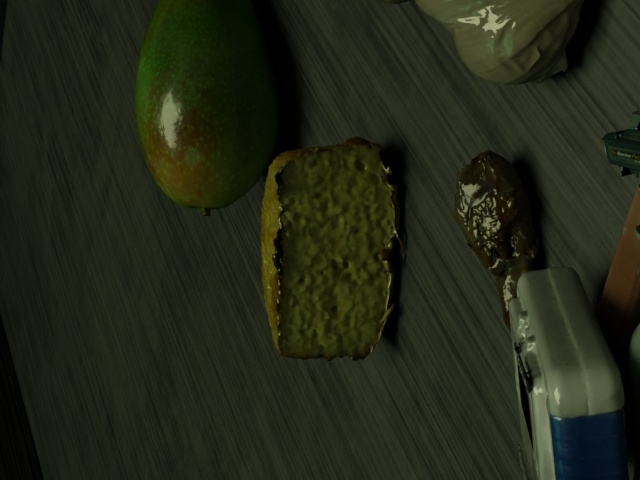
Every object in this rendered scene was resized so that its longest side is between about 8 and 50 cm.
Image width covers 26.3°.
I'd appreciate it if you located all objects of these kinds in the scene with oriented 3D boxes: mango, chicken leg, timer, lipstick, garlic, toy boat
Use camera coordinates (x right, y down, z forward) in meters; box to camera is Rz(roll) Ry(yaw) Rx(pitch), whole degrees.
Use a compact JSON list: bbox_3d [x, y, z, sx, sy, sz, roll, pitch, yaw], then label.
[{"bbox_3d":[-0.159,-0.227,1.912,0.225,0.201,0.382,91,179,-71],"label":"mango"},{"bbox_3d":[0.184,0.010,1.353,0.085,0.069,0.198,-28,73,38],"label":"chicken leg"},{"bbox_3d":[0.204,0.141,1.158,0.253,0.078,0.178,-83,-15,-72],"label":"timer"},{"bbox_3d":[0.275,0.024,1.162,0.045,0.045,0.145,-123,37,-51],"label":"lipstick"},{"bbox_3d":[0.160,-0.265,1.274,0.178,0.142,0.229,162,112,-66],"label":"garlic"},{"bbox_3d":[0.290,-0.074,1.106,0.141,0.055,0.060,-157,60,-64],"label":"toy boat"}]

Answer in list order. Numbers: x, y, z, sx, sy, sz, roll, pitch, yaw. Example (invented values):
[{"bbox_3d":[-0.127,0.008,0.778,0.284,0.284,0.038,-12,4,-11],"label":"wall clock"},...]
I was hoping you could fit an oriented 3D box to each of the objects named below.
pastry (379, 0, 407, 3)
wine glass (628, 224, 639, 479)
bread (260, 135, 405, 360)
[{"bbox_3d":[0.081,-0.334,1.502,0.153,0.081,0.153,180,90,-69],"label":"pastry"},{"bbox_3d":[0.290,0.104,1.070,0.103,0.103,0.231,-153,61,-62],"label":"wine glass"},{"bbox_3d":[0.002,0.004,1.633,0.147,0.160,0.261,-143,48,-67],"label":"bread"}]
